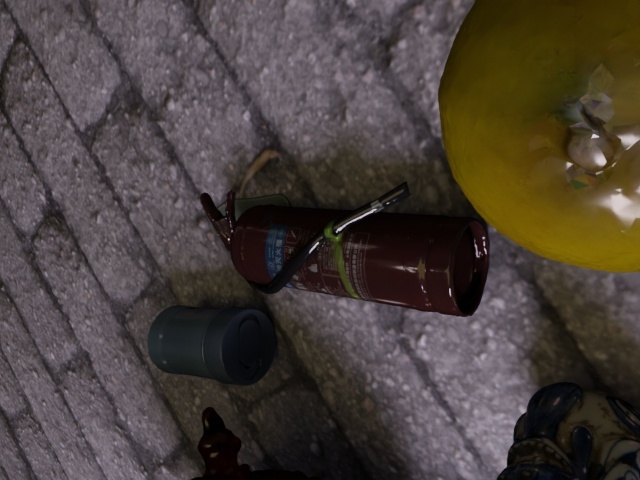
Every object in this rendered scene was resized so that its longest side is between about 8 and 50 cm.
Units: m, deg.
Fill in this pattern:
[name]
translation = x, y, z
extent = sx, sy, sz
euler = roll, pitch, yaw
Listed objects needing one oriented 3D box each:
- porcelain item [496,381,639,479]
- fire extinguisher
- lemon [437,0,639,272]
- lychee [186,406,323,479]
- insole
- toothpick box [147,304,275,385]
[porcelain item]
translation = 0.246, 0.264, 0.469
extent = 0.138, 0.186, 0.288
euler = -22, 91, 38
[fire extinguisher]
translation = 0.000, 0.000, 0.625
extent = 0.341, 0.105, 0.141
euler = 6, 112, 35
[lemon]
translation = 0.192, -0.091, 0.382
extent = 0.241, 0.219, 0.240
euler = 12, 113, 30
[lychee]
translation = -0.086, 0.441, 0.637
extent = 0.425, 0.425, 0.499
euler = -7, 84, 38
[insole]
translation = -0.096, -0.031, 0.755
extent = 0.153, 0.002, 0.053
euler = -7, 99, 38
[toothpick box]
translation = -0.149, 0.139, 0.784
extent = 0.153, 0.101, 0.101
euler = -2, 102, 39
